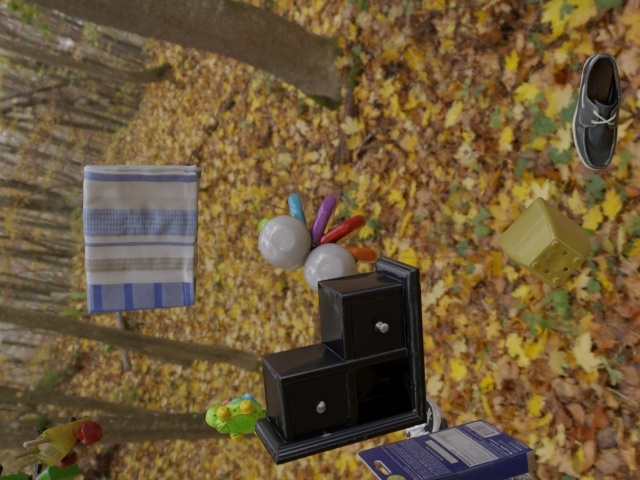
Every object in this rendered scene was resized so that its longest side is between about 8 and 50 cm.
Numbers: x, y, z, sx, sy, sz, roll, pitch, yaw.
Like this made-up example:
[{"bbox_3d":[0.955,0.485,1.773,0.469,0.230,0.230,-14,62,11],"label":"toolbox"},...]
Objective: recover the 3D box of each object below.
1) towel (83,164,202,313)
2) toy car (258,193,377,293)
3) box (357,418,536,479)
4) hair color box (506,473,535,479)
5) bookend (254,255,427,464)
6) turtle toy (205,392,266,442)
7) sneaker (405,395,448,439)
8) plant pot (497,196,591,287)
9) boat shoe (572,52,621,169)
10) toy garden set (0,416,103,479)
[{"bbox_3d":[-0.327,-0.002,1.125,0.034,0.209,0.285,-143,55,-64],"label":"towel"},{"bbox_3d":[0.000,0.000,0.900,0.136,0.182,0.159,-58,-5,-2],"label":"toy car"},{"bbox_3d":[0.180,0.324,0.892,0.136,0.225,0.037,-169,73,-72],"label":"box"},{"bbox_3d":[0.316,0.424,1.058,0.167,0.093,0.053,-142,60,-83],"label":"hair color box"},{"bbox_3d":[0.015,0.107,0.578,0.072,0.156,0.157,-159,64,-67],"label":"bookend"},{"bbox_3d":[-0.168,0.347,1.205,0.130,0.095,0.066,-16,32,9],"label":"turtle toy"},{"bbox_3d":[0.212,0.442,1.274,0.094,0.153,0.235,-18,90,29],"label":"sneaker"},{"bbox_3d":[0.282,0.011,0.749,0.081,0.081,0.083,-52,10,22],"label":"plant pot"},{"bbox_3d":[0.557,-0.255,1.215,0.079,0.084,0.233,-50,-42,-73],"label":"boat shoe"},{"bbox_3d":[-0.390,0.270,0.686,0.204,0.244,0.049,-43,63,23],"label":"toy garden set"}]
